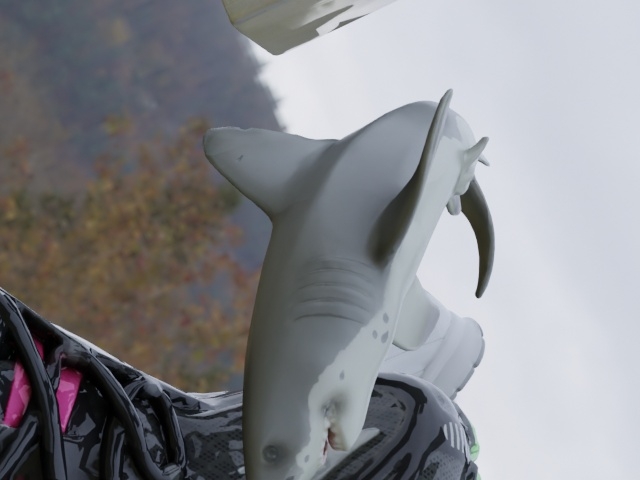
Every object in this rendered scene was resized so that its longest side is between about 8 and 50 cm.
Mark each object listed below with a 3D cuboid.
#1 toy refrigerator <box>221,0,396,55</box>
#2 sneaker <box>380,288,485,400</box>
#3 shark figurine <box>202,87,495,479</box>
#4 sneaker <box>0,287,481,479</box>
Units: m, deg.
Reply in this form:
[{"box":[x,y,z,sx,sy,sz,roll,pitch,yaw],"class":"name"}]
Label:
[{"box":[0.065,-0.207,0.972,0.102,0.270,0.094,69,12,11],"class":"toy refrigerator"},{"box":[0.020,0.155,1.571,0.129,0.297,0.111,42,-29,-14],"class":"sneaker"},{"box":[0.011,-0.024,0.771,0.278,0.116,0.166,-51,156,-61],"class":"shark figurine"},{"box":[-0.155,0.110,0.820,0.185,0.483,0.202,-106,-162,-50],"class":"sneaker"}]
